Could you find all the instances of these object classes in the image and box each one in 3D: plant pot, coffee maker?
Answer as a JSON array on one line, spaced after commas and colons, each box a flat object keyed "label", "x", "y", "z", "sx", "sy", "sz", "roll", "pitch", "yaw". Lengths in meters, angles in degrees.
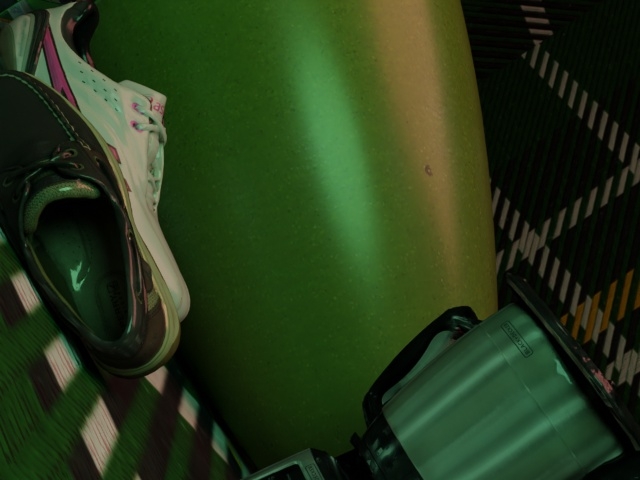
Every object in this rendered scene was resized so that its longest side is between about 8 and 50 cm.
[{"label": "plant pot", "x": 0.000, "y": 0.000, "z": 0.888, "sx": 0.275, "sy": 0.275, "sz": 0.293, "roll": 58, "pitch": 13, "yaw": -71}, {"label": "coffee maker", "x": 0.066, "y": 0.132, "z": 0.641, "sx": 0.171, "sy": 0.178, "sz": 0.120, "roll": 54, "pitch": 2, "yaw": -15}]

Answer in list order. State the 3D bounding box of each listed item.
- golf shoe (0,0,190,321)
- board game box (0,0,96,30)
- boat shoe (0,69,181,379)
[{"label": "golf shoe", "x": -0.108, "y": -0.041, "z": 0.706, "sx": 0.186, "sy": 0.086, "sz": 0.067, "roll": 57, "pitch": -2, "yaw": 16}, {"label": "board game box", "x": -0.121, "y": -0.169, "z": 0.965, "sx": 0.046, "sy": 0.213, "sz": 0.317, "roll": 56, "pitch": -1, "yaw": 7}, {"label": "boat shoe", "x": -0.106, "y": -0.014, "z": 0.600, "sx": 0.152, "sy": 0.056, "sz": 0.049, "roll": 56, "pitch": -6, "yaw": 15}]
